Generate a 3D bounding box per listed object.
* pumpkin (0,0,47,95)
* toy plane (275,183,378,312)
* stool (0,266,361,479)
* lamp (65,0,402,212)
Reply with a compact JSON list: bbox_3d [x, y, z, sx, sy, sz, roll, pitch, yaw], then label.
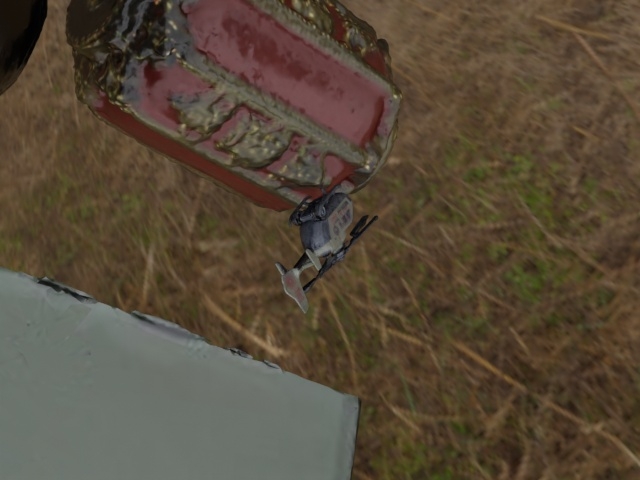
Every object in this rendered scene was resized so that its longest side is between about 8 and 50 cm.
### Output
[{"bbox_3d":[-0.310,-0.130,0.844,0.315,0.315,0.238,-41,97,2],"label":"pumpkin"},{"bbox_3d":[0.000,0.000,1.020,0.031,0.120,0.049,-19,111,38],"label":"toy plane"},{"bbox_3d":[-0.167,0.119,0.378,0.270,0.170,0.243,21,139,-15],"label":"stool"},{"bbox_3d":[-0.061,-0.127,1.115,0.274,0.177,0.177,29,99,-38],"label":"lamp"}]
